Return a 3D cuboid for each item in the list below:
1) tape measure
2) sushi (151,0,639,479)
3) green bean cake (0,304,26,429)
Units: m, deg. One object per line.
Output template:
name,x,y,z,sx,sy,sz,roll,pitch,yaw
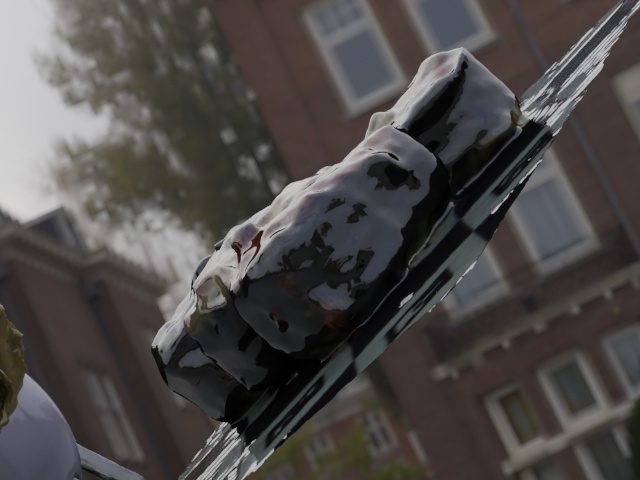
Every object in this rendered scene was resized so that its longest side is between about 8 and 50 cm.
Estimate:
tape measure,-0.240,0.152,1.311,0.178,0.196,0.105,-34,11,39
sushi,0.000,0.000,0.617,0.219,0.047,0.231,-45,4,37
green bean cake,-0.281,0.094,0.922,0.229,0.131,0.224,27,-90,-43
